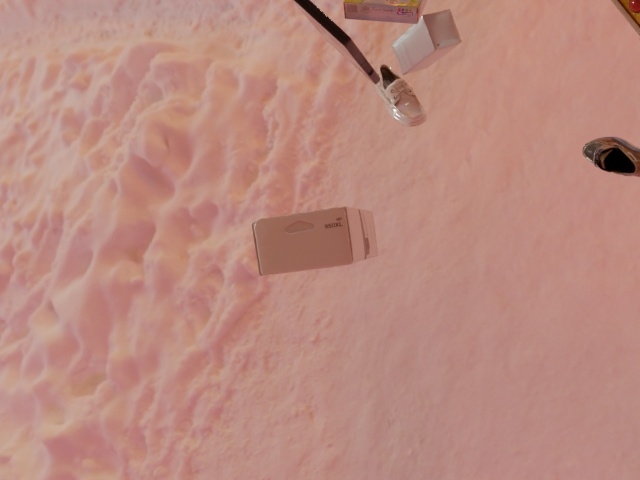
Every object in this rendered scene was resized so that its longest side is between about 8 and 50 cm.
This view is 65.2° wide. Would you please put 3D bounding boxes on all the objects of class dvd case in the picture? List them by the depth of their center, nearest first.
[{"bbox_3d":[0.032,-0.423,1.043,0.180,0.253,0.022,47,104,14],"label":"dvd case"}]

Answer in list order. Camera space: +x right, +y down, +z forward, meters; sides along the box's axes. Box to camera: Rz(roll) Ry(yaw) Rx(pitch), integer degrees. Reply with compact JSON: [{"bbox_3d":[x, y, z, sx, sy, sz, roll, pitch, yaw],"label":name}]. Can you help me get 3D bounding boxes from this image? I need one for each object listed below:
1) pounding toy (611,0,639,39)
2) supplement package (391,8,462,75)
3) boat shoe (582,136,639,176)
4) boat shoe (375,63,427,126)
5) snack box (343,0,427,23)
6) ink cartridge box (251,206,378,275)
[{"bbox_3d":[0.735,-0.493,1.090,0.094,0.181,0.206,-25,77,-17],"label":"pounding toy"},{"bbox_3d":[0.310,-0.583,1.482,0.179,0.105,0.105,-14,98,67],"label":"supplement package"},{"bbox_3d":[0.601,-0.174,1.026,0.183,0.066,0.066,-130,37,-64],"label":"boat shoe"},{"bbox_3d":[0.248,-0.472,1.609,0.098,0.096,0.277,-26,52,-5],"label":"boat shoe"},{"bbox_3d":[0.125,-0.451,0.933,0.141,0.037,0.100,13,59,18],"label":"snack box"},{"bbox_3d":[0.000,0.000,1.548,0.285,0.395,0.167,-9,88,17],"label":"ink cartridge box"}]
